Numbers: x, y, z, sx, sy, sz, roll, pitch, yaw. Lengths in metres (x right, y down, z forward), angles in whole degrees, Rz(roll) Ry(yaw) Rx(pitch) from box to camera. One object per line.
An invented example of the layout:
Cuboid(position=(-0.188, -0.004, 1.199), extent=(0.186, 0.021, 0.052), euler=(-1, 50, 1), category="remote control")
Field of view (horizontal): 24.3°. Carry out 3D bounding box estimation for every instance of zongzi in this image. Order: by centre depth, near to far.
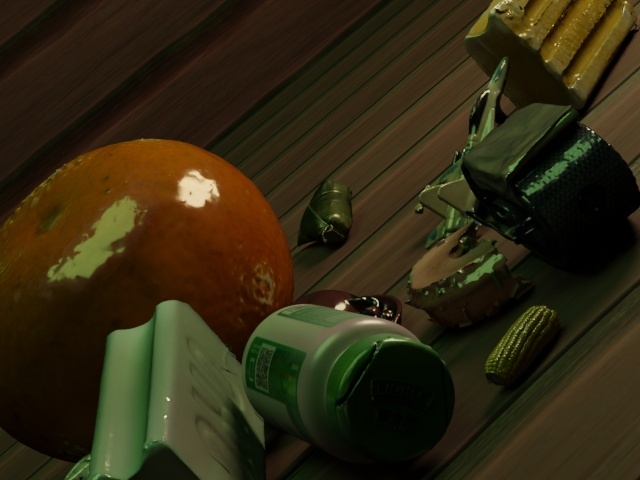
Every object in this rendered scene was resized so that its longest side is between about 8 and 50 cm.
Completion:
Cuboid(position=(0.000, 0.000, 2.129), extent=(0.130, 0.062, 0.154), euler=(-54, 21, 28), category="zongzi")

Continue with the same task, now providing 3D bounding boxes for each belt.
Cuboid(position=(0.216, -0.051, 1.473), extent=(0.126, 0.139, 0.230), euler=(-37, 15, -3), category="belt")

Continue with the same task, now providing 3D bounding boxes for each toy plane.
Cuboid(position=(0.200, -0.107, 1.800), extent=(0.192, 0.088, 0.262), euler=(-15, 41, 54), category="toy plane")

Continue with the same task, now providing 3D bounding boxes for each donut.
Cuboid(position=(0.142, 0.043, 1.513), extent=(0.117, 0.065, 0.166), euler=(-35, 12, 3), category="donut")

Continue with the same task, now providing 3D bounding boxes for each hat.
Cuboid(position=(-0.007, 0.110, 1.623), extent=(0.205, 0.089, 0.205), euler=(-34, 13, 9), category="hat")

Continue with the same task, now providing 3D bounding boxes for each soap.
Cuboid(position=(-0.131, 0.190, 1.433), extent=(0.095, 0.173, 0.289), euler=(-33, 23, 12), category="soap")
Cuboid(position=(0.309, -0.278, 1.955), extent=(0.089, 0.173, 0.274), euler=(-37, 9, 41), category="soap")

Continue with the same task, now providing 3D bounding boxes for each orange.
Cuboid(position=(-0.228, 0.082, 1.797), extent=(0.424, 0.326, 0.424), euler=(-32, 33, 24), category="orange")

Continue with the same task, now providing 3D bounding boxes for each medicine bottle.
Cuboid(position=(0.023, 0.131, 1.370), extent=(0.133, 0.133, 0.274), euler=(-41, 12, -14), category="medicine bottle")

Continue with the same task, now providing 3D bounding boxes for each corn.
Cuboid(position=(0.178, 0.092, 1.310), extent=(0.092, 0.037, 0.037), euler=(-47, 16, -29), category="corn")

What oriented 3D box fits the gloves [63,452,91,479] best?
Cuboid(position=(-0.236, 0.291, 1.582), extent=(0.127, 0.111, 0.212), euler=(-35, 4, -10), category="gloves")
